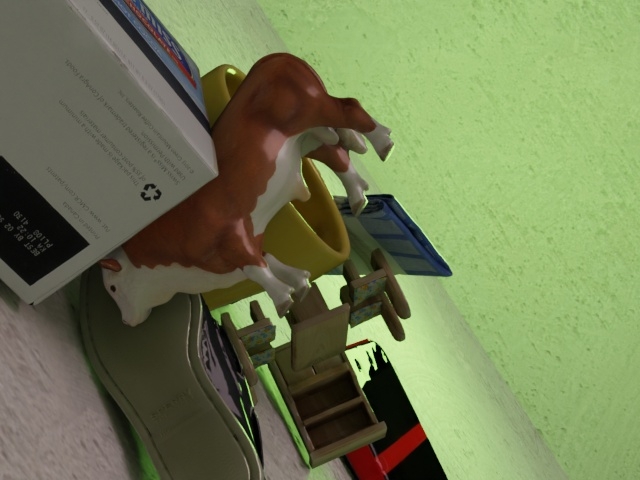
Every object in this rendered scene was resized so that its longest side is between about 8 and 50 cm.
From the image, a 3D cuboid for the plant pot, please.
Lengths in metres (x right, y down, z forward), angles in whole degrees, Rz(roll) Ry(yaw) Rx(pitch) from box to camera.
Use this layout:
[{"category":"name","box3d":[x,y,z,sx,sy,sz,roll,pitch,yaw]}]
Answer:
[{"category":"plant pot","box3d":[-0.132,-0.027,1.475,0.254,0.239,0.254,55,11,-17]}]

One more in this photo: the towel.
[{"category":"towel","box3d":[0.000,0.000,1.673,0.209,0.285,0.034,46,51,-51]}]

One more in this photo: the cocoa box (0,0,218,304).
[{"category":"cocoa box","box3d":[-0.287,-0.166,1.202,0.347,0.231,0.228,50,14,-31]}]

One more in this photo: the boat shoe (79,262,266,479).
[{"category":"boat shoe","box3d":[-0.137,0.139,1.321,0.340,0.127,0.113,56,-4,28]}]

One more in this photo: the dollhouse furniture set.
[{"category":"dollhouse furniture set","box3d":[0.007,0.160,1.663,0.242,0.212,0.161,93,-27,-64]}]

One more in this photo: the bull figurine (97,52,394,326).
[{"category":"bull figurine","box3d":[-0.072,-0.033,1.270,0.188,0.310,0.101,32,-7,8]}]

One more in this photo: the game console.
[{"category":"game console","box3d":[0.102,0.317,2.046,0.342,0.060,0.386,65,13,6]}]
